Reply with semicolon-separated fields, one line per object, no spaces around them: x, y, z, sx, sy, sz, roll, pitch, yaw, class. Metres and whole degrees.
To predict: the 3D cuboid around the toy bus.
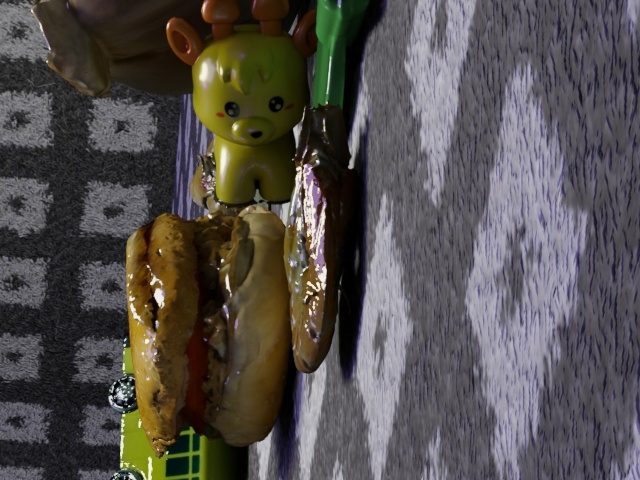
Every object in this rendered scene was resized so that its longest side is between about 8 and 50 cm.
-0.170;0.243;2.038;0.128;0.150;0.262;51;-146;-60;toy bus

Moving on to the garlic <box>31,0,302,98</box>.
-0.117;-0.243;1.590;0.132;0.325;0.279;56;174;15;garlic

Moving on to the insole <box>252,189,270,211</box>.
-0.068;0.006;1.909;0.119;0.009;0.348;104;166;-52;insole

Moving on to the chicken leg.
-0.119;-0.041;2.064;0.125;0.080;0.196;-112;22;-69;chicken leg

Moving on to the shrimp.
0.002;0.000;1.270;0.115;0.051;0.217;-129;44;-69;shrimp

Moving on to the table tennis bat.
0.012;-0.160;1.320;0.257;0.039;0.160;107;166;-79;table tennis bat

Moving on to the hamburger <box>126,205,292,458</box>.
-0.108;0.089;1.645;0.244;0.163;0.244;175;90;-82;hamburger

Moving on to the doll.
-0.061;-0.137;1.528;0.135;0.143;0.221;-93;-1;-48;doll
